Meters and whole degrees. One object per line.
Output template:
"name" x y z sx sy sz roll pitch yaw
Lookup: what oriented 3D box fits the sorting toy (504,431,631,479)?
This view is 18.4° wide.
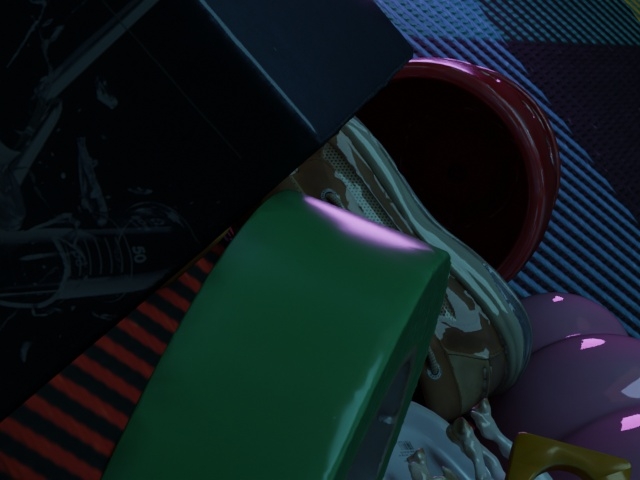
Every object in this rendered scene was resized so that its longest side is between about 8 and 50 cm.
"sorting toy" 0.083 0.261 0.967 0.196 0.047 0.347 26 64 5

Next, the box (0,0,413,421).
"box" -0.195 -0.101 0.899 0.343 0.312 0.179 48 22 -3

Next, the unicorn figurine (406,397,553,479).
"unicorn figurine" 0.111 0.141 1.093 0.111 0.060 0.162 51 42 7

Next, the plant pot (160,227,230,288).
"plant pot" -0.097 -0.104 1.245 0.205 0.188 0.205 41 24 -23

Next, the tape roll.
"tape roll" -0.039 0.140 0.819 0.077 0.321 0.321 21 22 7

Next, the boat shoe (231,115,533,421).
"boat shoe" 0.000 0.000 1.359 0.324 0.123 0.116 42 50 12

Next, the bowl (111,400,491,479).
"bowl" 0.030 0.184 1.115 0.298 0.134 0.298 41 25 -23

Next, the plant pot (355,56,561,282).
"plant pot" 0.094 -0.050 1.519 0.191 0.191 0.174 52 20 4

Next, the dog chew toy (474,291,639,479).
"dog chew toy" 0.202 0.162 1.400 0.207 0.206 0.332 32 21 -37
